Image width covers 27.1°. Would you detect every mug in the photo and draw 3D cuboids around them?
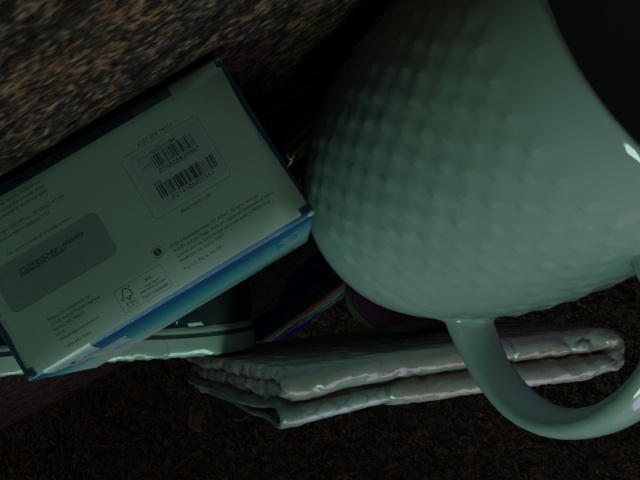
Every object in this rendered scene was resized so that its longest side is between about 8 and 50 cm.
[{"bbox_3d":[0.158,-0.037,0.990,0.276,0.374,0.328,-2,158,-40],"label":"mug"}]

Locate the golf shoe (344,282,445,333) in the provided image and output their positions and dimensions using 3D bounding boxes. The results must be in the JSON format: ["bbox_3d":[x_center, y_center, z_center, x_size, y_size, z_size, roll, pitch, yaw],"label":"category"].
[{"bbox_3d":[0.095,0.043,1.324,0.140,0.115,0.306,-44,171,31],"label":"golf shoe"}]

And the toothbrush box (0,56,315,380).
[{"bbox_3d":[-0.127,-0.005,0.988,0.216,0.126,0.295,-31,176,-2],"label":"toothbrush box"}]

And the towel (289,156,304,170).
[{"bbox_3d":[0.078,-0.162,1.371,0.325,0.038,0.248,-30,177,-4],"label":"towel"}]

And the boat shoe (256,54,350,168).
[{"bbox_3d":[-0.006,-0.101,1.168,0.207,0.073,0.073,-33,177,11],"label":"boat shoe"}]

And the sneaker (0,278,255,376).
[{"bbox_3d":[-0.224,0.055,1.217,0.321,0.127,0.126,-6,-178,-14],"label":"sneaker"}]

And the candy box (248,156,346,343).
[{"bbox_3d":[0.000,0.000,1.483,0.268,0.122,0.317,-41,174,19],"label":"candy box"}]

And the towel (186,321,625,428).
[{"bbox_3d":[0.063,0.115,1.226,0.317,0.053,0.332,-6,-179,-18],"label":"towel"}]
